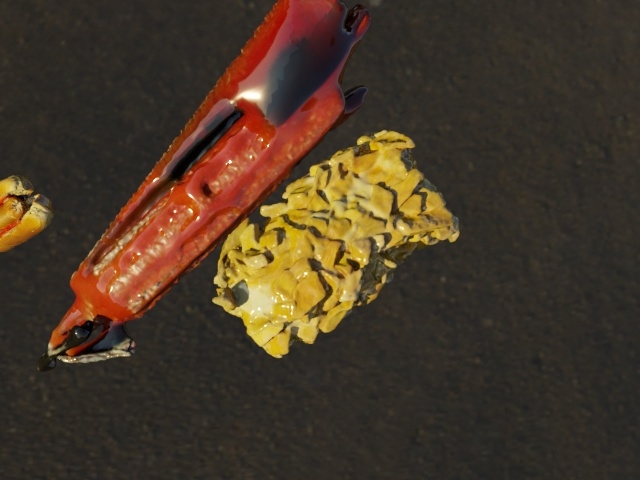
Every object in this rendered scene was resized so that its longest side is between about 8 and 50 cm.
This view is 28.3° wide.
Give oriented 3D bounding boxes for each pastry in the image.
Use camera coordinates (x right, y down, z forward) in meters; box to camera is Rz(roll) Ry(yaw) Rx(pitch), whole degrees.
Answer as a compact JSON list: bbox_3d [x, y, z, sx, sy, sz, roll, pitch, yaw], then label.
[{"bbox_3d":[0.000,0.000,1.178,0.250,0.102,0.154,-34,69,-16],"label":"pastry"}]

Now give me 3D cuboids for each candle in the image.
[{"bbox_3d":[-0.076,-0.030,0.771,0.084,0.059,0.302,41,97,-19],"label":"candle"}]

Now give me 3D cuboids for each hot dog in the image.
[{"bbox_3d":[-0.412,-0.028,1.640,0.092,0.235,0.062,42,62,-13],"label":"hot dog"}]
